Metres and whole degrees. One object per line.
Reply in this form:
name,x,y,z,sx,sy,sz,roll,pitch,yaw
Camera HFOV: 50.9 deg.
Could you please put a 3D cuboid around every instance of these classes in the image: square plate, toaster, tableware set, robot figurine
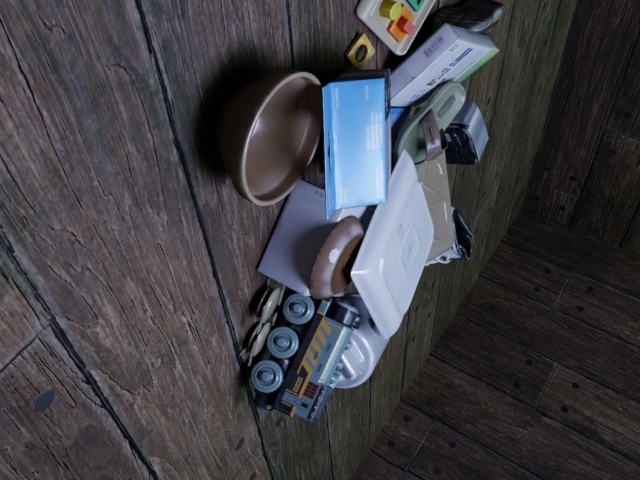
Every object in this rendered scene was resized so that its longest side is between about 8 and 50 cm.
square plate,0.191,0.022,1.594,0.347,0.049,0.344,-66,151,-24
toaster,0.388,-0.308,1.947,0.110,0.186,0.168,-60,137,-25
tableware set,-0.138,0.183,1.543,0.128,0.039,0.194,-52,163,-55
robot figurine,0.077,0.269,1.847,0.199,0.300,0.353,61,26,-8

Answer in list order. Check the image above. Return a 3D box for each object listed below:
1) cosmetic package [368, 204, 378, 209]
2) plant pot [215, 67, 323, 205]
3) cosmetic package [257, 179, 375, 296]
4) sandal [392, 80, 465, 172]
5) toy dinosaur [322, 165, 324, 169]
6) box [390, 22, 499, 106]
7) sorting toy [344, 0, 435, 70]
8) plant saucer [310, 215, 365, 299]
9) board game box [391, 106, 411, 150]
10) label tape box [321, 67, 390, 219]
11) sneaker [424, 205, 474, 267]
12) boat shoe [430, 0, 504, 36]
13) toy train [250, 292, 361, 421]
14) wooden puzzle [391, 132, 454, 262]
cosmetic package,0.156,-0.024,1.861,0.231,0.117,0.085,-39,147,-43
plant pot,-0.100,-0.187,1.143,0.237,0.110,0.237,-48,153,-34
cosmetic package,0.000,0.000,1.516,0.224,0.138,0.224,13,100,-67
sandal,0.275,-0.265,1.654,0.303,0.086,0.120,-56,138,-7
toy dinosaur,0.071,-0.166,1.555,0.118,0.064,0.268,-31,135,-2
box,0.292,-0.423,1.662,0.232,0.058,0.322,-38,168,30
sorting toy,0.176,-0.503,1.414,0.196,0.047,0.347,21,101,-53
plant saucer,0.047,0.044,1.441,0.198,0.036,0.198,-46,150,-36
board game box,0.145,-0.262,1.675,0.210,0.047,0.160,-20,131,-59
label tape box,0.080,-0.198,1.309,0.333,0.106,0.240,-67,156,-69
sneaker,0.336,0.062,2.152,0.169,0.257,0.447,-41,148,-43
boat shoe,0.394,-0.555,1.802,0.355,0.132,0.130,-37,145,-46
toy train,-0.034,0.272,1.622,0.142,0.190,0.334,70,45,-78
wooden puzzle,0.251,-0.096,1.814,0.322,0.080,0.347,-24,114,-48
